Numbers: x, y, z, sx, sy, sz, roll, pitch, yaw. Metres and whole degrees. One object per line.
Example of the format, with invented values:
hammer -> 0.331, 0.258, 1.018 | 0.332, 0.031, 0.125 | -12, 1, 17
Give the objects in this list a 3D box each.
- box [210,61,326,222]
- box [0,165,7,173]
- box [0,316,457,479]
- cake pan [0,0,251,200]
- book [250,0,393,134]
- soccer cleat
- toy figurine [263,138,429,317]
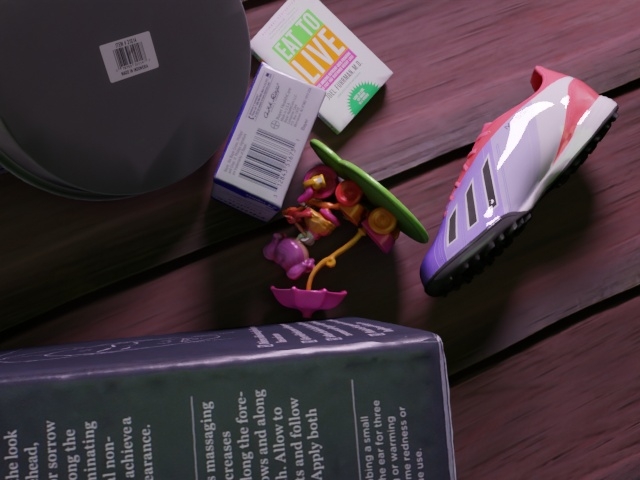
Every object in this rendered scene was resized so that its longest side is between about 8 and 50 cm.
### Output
box -> -0.059, -0.095, 0.663 | 0.072, 0.137, 0.126 | 23, 81, -8
box -> -0.378, -0.073, 0.515 | 0.063, 0.324, 0.067 | -27, 93, 24
box -> -0.121, 0.189, 0.539 | 0.396, 0.293, 0.211 | -4, 86, -8
cake pan -> -0.185, -0.170, 0.595 | 0.293, 0.054, 0.293 | -18, 121, -34
book -> -0.001, -0.207, 0.742 | 0.144, 0.035, 0.096 | 41, 83, -7
soccer cleat -> 0.208, -0.070, 0.747 | 0.116, 0.108, 0.318 | 41, 81, 17
toy figurine -> 0.000, 0.000, 0.693 | 0.173, 0.130, 0.159 | 42, 88, 16
